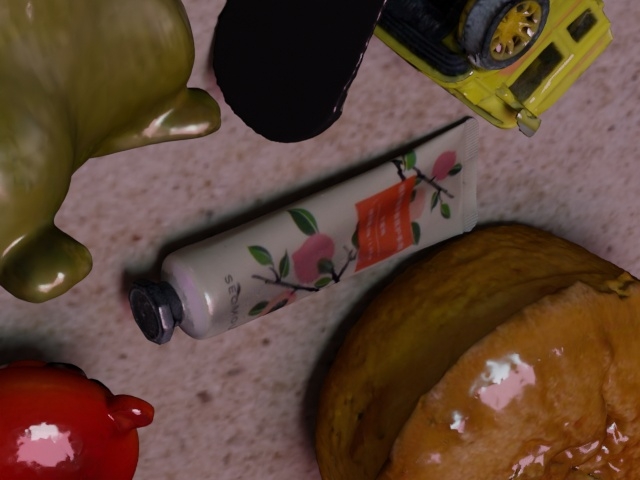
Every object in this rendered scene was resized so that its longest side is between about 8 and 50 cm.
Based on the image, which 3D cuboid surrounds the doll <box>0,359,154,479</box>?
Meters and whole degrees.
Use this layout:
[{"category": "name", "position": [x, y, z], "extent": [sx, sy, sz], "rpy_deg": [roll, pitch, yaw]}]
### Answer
[{"category": "doll", "position": [-0.187, 0.126, 1.021], "extent": [0.217, 0.085, 0.183], "rpy_deg": [-37, 139, 21]}]

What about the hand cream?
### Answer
[{"category": "hand cream", "position": [0.000, 0.000, 1.084], "extent": [0.234, 0.050, 0.080], "rpy_deg": [-24, 131, -28]}]

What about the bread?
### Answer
[{"category": "bread", "position": [0.119, 0.108, 1.188], "extent": [0.268, 0.146, 0.268], "rpy_deg": [-23, 135, -26]}]

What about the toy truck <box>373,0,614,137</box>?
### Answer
[{"category": "toy truck", "position": [0.141, -0.182, 0.980], "extent": [0.272, 0.124, 0.157], "rpy_deg": [-48, 148, 2]}]

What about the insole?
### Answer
[{"category": "insole", "position": [0.040, -0.195, 0.900], "extent": [0.009, 0.119, 0.348], "rpy_deg": [-12, 137, -52]}]

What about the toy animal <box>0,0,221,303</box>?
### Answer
[{"category": "toy animal", "position": [-0.135, -0.149, 0.748], "extent": [0.181, 0.180, 0.363], "rpy_deg": [-47, 153, -39]}]
